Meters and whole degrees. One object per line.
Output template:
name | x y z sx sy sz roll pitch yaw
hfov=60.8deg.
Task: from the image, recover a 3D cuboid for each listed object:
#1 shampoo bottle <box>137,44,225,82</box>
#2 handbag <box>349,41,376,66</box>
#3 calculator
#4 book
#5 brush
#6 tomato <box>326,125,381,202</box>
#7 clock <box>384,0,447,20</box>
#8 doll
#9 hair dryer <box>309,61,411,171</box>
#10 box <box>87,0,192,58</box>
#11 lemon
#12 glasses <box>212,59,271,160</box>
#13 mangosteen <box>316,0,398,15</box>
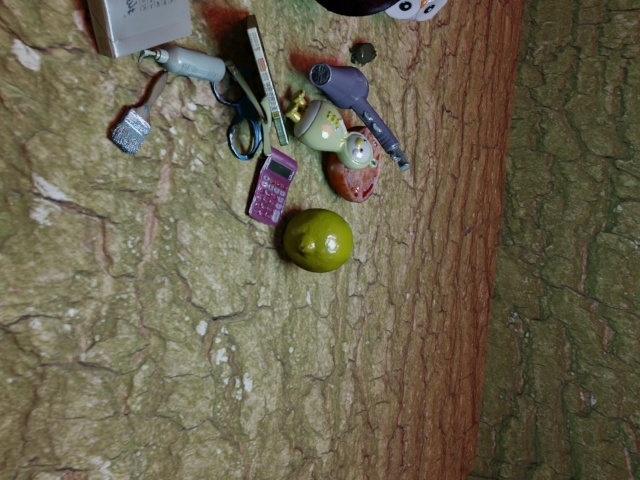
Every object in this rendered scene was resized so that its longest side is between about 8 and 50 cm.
shampoo bottle | -0.282 -0.367 1.119 0.195 0.056 0.056 -7 102 -56
handbag | 0.139 -0.578 1.689 0.111 0.047 0.072 -33 118 -47
calculator | -0.127 -0.138 1.414 0.126 0.034 0.190 24 83 -55
book | -0.123 -0.374 1.267 0.202 0.027 0.264 -106 -179 -60
brush | -0.348 -0.262 1.080 0.070 0.021 0.196 47 57 -48
tomato | 0.094 -0.233 1.658 0.236 0.095 0.237 -24 120 -52
clock | 0.293 -0.861 1.628 0.368 0.250 0.377 -6 141 -26
doll | 0.039 -0.286 1.467 0.296 0.117 0.141 27 55 -15
hair dryer | 0.129 -0.337 1.491 0.361 0.121 0.301 52 21 9
box | -0.330 -0.526 0.950 0.204 0.051 0.365 -42 143 -43
lemon | 0.000 0.000 1.496 0.248 0.184 0.184 2 95 -66
glasses | -0.170 -0.280 1.228 0.102 0.207 0.239 -18 116 -8
mangosteen | 0.135 -0.726 1.325 0.435 0.382 0.382 8 90 -19
